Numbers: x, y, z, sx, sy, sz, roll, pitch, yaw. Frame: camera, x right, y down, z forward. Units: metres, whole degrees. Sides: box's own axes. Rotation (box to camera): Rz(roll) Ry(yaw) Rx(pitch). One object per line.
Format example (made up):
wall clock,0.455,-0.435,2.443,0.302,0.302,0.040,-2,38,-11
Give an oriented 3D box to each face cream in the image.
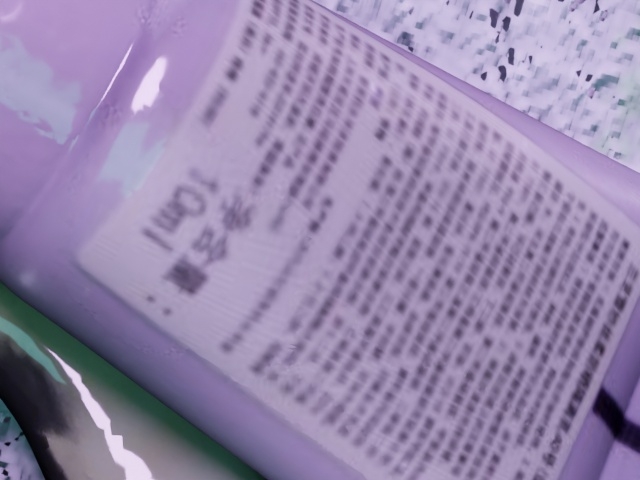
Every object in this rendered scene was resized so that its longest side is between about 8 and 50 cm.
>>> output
face cream,0.000,0.000,0.436,0.274,0.096,0.154,32,69,-17

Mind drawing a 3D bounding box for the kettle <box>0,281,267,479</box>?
kettle,-0.121,0.149,0.395,0.324,0.228,0.321,-13,74,-29
